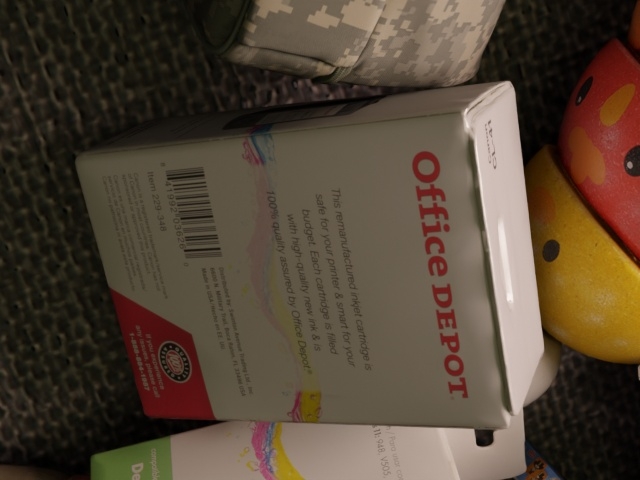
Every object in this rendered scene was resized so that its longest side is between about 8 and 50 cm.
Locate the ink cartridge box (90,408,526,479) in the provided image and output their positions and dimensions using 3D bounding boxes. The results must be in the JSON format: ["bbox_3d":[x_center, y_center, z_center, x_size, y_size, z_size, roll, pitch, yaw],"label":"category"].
[{"bbox_3d":[0.013,0.233,0.834,0.353,0.119,0.207,-15,137,2],"label":"ink cartridge box"}]

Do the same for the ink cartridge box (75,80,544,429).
[{"bbox_3d":[-0.003,0.013,0.758,0.306,0.131,0.226,-3,108,24],"label":"ink cartridge box"}]

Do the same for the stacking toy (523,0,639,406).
[{"bbox_3d":[0.273,-0.011,0.829,0.350,0.351,0.480,38,109,-19],"label":"stacking toy"}]

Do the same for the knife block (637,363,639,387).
[{"bbox_3d":[0.315,0.191,0.879,0.242,0.275,0.088,21,57,-18],"label":"knife block"}]

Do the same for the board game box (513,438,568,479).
[{"bbox_3d":[0.259,0.282,0.919,0.039,0.211,0.160,-44,109,3],"label":"board game box"}]

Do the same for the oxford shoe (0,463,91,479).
[{"bbox_3d":[-0.262,0.349,0.894,0.130,0.123,0.349,13,104,12],"label":"oxford shoe"}]

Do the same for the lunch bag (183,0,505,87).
[{"bbox_3d":[0.059,-0.257,0.697,0.255,0.213,0.305,7,131,-27],"label":"lunch bag"}]
